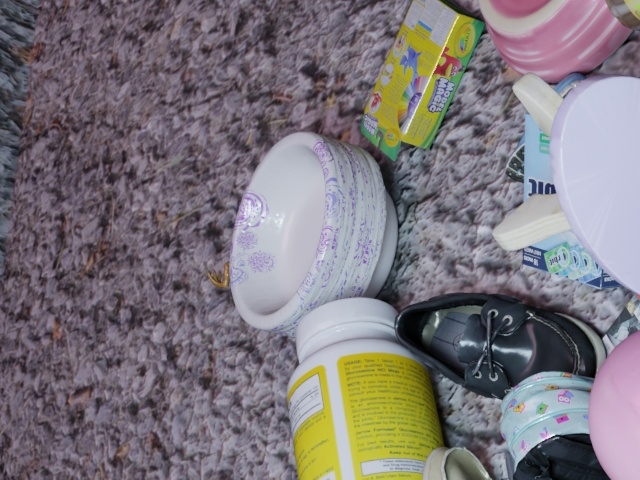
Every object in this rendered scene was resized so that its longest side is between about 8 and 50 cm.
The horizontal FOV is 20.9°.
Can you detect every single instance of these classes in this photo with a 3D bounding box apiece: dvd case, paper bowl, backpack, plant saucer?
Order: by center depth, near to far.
[{"bbox_3d":[0.274,0.212,1.826,0.152,0.182,0.115,-55,35,32],"label":"backpack"},{"bbox_3d":[0.356,0.101,1.908,0.119,0.013,0.087,-57,34,27],"label":"dvd case"},{"bbox_3d":[0.299,-0.364,2.149,0.332,0.084,0.332,-32,51,51],"label":"plant saucer"},{"bbox_3d":[0.000,0.000,2.421,0.284,0.148,0.284,-31,52,50],"label":"paper bowl"}]

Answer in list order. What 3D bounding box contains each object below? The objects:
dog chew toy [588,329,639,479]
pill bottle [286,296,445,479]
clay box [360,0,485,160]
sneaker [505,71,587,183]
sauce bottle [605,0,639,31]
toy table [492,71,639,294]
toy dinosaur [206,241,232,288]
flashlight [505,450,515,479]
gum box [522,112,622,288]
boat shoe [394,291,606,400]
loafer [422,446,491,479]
[{"bbox_3d":[0.408,0.115,1.645,0.332,0.206,0.206,-52,36,20],"label":"dog chew toy"},{"bbox_3d":[0.059,0.246,2.169,0.188,0.188,0.334,-46,40,40],"label":"pill bottle"},{"bbox_3d":[0.137,-0.224,2.388,0.222,0.053,0.127,-67,31,16],"label":"clay box"},{"bbox_3d":[0.283,-0.137,2.113,0.162,0.063,0.073,-53,19,26],"label":"sneaker"},{"bbox_3d":[0.447,-0.314,1.847,0.344,0.111,0.111,-17,62,58],"label":"sauce bottle"},{"bbox_3d":[0.313,-0.061,1.829,0.252,0.274,0.161,-30,20,-11],"label":"toy table"},{"bbox_3d":[-0.121,0.048,2.689,0.112,0.064,0.211,-32,51,48],"label":"toy dinosaur"},{"bbox_3d":[0.265,0.361,1.869,0.103,0.103,0.304,-54,30,39],"label":"flashlight"},{"bbox_3d":[0.293,-0.050,2.001,0.157,0.041,0.184,20,113,60],"label":"gum box"},{"bbox_3d":[0.200,0.124,2.058,0.340,0.113,0.127,25,99,60],"label":"boat shoe"},{"bbox_3d":[0.201,0.343,1.982,0.092,0.102,0.268,-45,52,32],"label":"loafer"}]
